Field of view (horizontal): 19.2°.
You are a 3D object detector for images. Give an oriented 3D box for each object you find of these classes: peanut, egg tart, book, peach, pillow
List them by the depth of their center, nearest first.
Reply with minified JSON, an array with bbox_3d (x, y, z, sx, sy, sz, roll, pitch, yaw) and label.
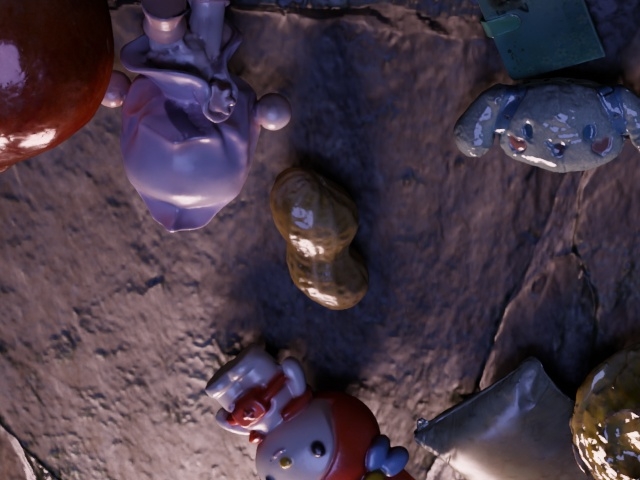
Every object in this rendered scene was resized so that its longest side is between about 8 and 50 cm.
[{"bbox_3d":[-0.312,-0.170,1.787,0.232,0.232,0.256,13,113,-3],"label":"peach"},{"bbox_3d":[0.204,-0.218,1.813,0.103,0.017,0.135,-14,127,18],"label":"book"},{"bbox_3d":[0.002,0.000,1.990,0.089,0.089,0.192,-5,134,12],"label":"peanut"},{"bbox_3d":[0.393,0.215,2.082,0.232,0.098,0.252,-1,117,-3],"label":"egg tart"},{"bbox_3d":[0.266,0.258,2.177,0.185,0.075,0.302,-36,118,27],"label":"pillow"}]

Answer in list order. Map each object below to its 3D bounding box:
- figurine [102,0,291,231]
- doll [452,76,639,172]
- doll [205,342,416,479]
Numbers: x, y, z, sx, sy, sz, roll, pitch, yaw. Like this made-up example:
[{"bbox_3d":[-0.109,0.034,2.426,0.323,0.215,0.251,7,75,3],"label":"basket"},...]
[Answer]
[{"bbox_3d":[-0.130,-0.139,1.853,0.200,0.133,0.276,7,130,6],"label":"figurine"},{"bbox_3d":[0.236,-0.115,1.864,0.214,0.071,0.103,4,125,12],"label":"doll"},{"bbox_3d":[-0.001,0.240,2.161,0.290,0.130,0.161,44,118,-10],"label":"doll"}]
